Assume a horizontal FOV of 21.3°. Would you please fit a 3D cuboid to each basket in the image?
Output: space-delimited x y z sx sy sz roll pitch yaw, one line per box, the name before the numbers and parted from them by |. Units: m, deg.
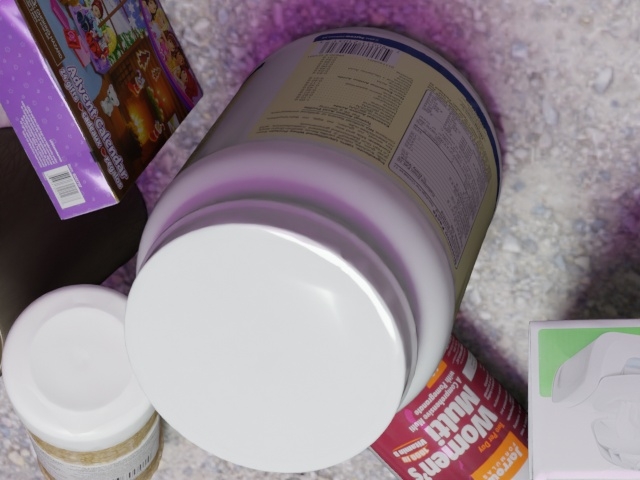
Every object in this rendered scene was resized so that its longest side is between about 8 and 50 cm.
basket | -0.277 0.021 1.429 0.204 0.227 0.154 5 119 13

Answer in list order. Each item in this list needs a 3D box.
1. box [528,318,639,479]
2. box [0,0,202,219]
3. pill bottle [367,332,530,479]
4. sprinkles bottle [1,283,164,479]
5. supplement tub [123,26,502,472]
box | 0.289 0.136 1.295 0.262 0.231 0.127 -1 77 9
box | -0.203 -0.191 1.306 0.057 0.201 0.293 -15 113 24
pill bottle | 0.118 0.171 1.459 0.121 0.121 0.221 -38 102 30
sprinkles bottle | -0.190 0.139 1.418 0.121 0.121 0.355 24 162 2
supplement tub | 0.000 0.000 1.279 0.235 0.325 0.235 7 120 13
